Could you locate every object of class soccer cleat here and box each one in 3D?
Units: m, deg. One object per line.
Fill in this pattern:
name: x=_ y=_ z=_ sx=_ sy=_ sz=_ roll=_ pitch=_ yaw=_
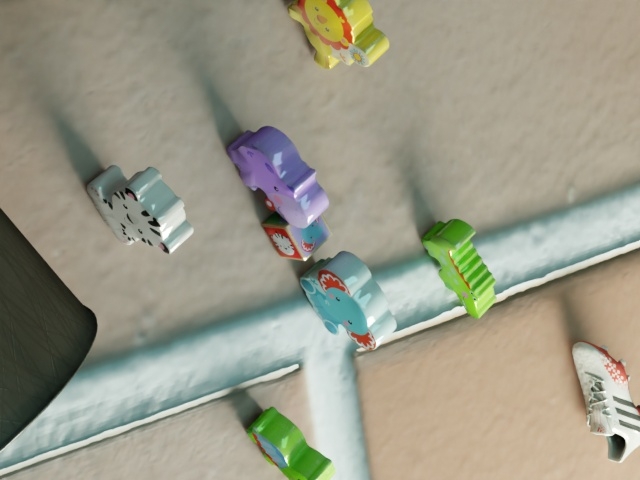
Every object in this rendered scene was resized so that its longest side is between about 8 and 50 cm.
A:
soccer cleat: x=0.166 y=0.094 z=1.147 sx=0.035 sy=0.029 sz=0.083 roll=-50 pitch=126 yaw=-28

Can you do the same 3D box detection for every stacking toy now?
stacking toy: x=0.000 y=0.000 z=0.993 sx=0.167 sy=0.052 sz=0.221 roll=-44 pitch=120 yaw=-26

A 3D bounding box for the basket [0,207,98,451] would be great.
basket: x=-0.223 y=-0.008 z=0.760 sx=0.204 sy=0.154 sz=0.227 roll=-39 pitch=113 yaw=-30
